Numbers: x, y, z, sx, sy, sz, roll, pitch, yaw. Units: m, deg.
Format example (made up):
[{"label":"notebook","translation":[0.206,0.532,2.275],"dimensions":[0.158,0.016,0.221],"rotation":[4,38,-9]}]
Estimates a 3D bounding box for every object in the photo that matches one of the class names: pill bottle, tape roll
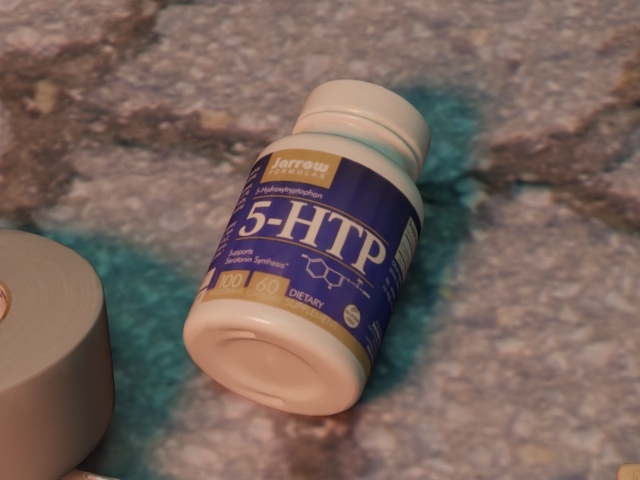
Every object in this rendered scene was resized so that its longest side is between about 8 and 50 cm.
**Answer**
[{"label":"pill bottle","translation":[0.000,0.000,0.993],"dimensions":[0.112,0.112,0.187],"rotation":[15,60,12]},{"label":"tape roll","translation":[-0.226,0.071,0.925],"dimensions":[0.219,0.072,0.219],"rotation":[-3,27,2]}]

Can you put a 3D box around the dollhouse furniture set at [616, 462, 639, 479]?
[{"label":"dollhouse furniture set","translation":[0.194,0.197,0.812],"dimensions":[0.374,0.201,0.152],"rotation":[-4,45,13]}]

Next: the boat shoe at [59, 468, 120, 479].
[{"label":"boat shoe","translation":[-0.171,0.147,0.942],"dimensions":[0.184,0.066,0.063],"rotation":[10,45,12]}]
